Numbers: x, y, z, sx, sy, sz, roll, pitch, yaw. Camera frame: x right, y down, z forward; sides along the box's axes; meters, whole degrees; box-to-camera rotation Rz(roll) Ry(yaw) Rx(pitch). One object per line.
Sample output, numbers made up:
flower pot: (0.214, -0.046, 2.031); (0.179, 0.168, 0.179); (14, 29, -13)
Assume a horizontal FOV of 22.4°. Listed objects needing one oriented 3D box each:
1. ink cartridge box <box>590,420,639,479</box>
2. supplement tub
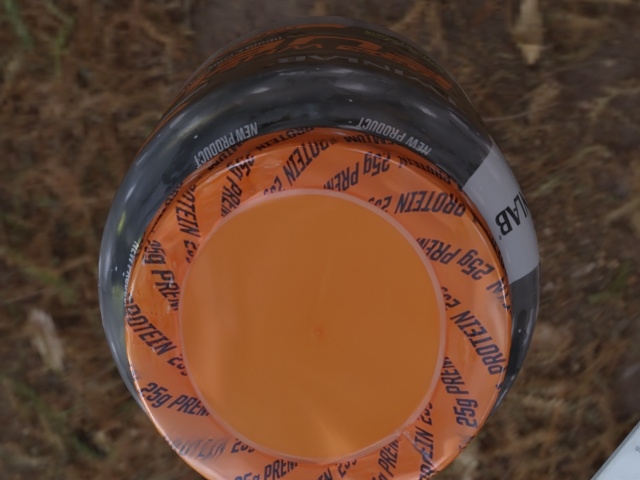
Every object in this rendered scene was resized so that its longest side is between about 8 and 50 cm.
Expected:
ink cartridge box: (0.200, 0.161, 0.937); (0.087, 0.153, 0.208); (42, 125, 16)
supplement tub: (0.000, 0.000, 0.829); (0.207, 0.338, 0.207); (0, 103, 0)
